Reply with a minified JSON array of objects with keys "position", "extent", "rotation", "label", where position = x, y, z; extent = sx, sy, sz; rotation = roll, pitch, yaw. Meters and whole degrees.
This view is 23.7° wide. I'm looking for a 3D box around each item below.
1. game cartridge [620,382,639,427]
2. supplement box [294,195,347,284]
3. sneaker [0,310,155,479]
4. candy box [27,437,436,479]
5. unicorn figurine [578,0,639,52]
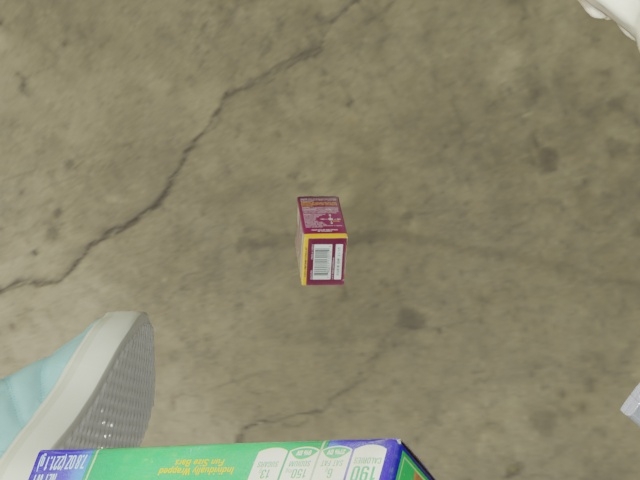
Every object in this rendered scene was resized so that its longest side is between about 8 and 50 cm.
[{"position":[0.312,0.134,1.398],"extent":[0.083,0.017,0.056],"rotation":[-48,140,4],"label":"game cartridge"},{"position":[0.000,0.000,1.467],"extent":[0.043,0.083,0.055],"rotation":[-1,121,-6],"label":"supplement box"},{"position":[-0.244,0.146,1.264],"extent":[0.150,0.366,0.135],"rotation":[7,108,11],"label":"sneaker"},{"position":[-0.081,0.274,0.832],"extent":[0.122,0.268,0.317],"rotation":[49,46,-41],"label":"candy box"},{"position":[0.133,-0.069,0.466],"extent":[0.162,0.111,0.060],"rotation":[5,118,-22],"label":"unicorn figurine"}]
